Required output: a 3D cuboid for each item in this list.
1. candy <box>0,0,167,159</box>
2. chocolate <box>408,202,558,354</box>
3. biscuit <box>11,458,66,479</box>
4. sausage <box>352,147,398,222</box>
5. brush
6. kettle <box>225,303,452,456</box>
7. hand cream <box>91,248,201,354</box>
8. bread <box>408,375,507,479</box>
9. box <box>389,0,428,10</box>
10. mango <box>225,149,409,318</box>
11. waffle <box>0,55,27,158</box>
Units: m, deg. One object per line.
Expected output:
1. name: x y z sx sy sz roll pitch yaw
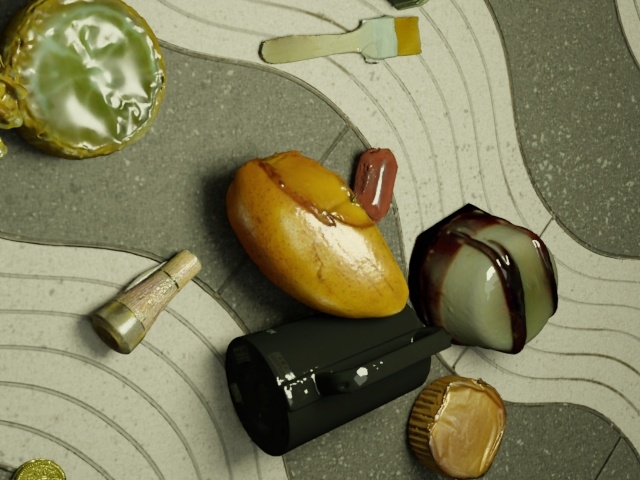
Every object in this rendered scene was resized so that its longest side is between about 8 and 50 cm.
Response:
1. candy: -0.354 -0.246 1.519 0.260 0.118 0.260 -1 91 -36
2. chocolate: 0.331 0.077 1.932 0.283 0.186 0.284 -2 94 -32
3. biscuit: -0.431 0.376 1.567 0.084 0.023 0.084 -3 95 -32
4. sausage: 0.095 -0.099 1.837 0.076 0.076 0.141 10 87 -33
5. brush: 0.039 -0.349 1.812 0.336 0.020 0.085 -12 100 -30
6. kettle: 0.027 0.197 1.707 0.308 0.262 0.203 -18 62 -29
7. hand cream: -0.265 0.087 1.623 0.203 0.084 0.084 -45 115 -27
8. bread: 0.258 0.355 1.959 0.199 0.104 0.199 0 90 -30
9. box: 0.138 -0.564 1.794 0.178 0.138 0.274 20 83 -27
10. mango: 0.000 0.000 1.682 0.350 0.201 0.199 45 109 -3
11. waffle: -0.545 -0.206 1.377 0.280 0.060 0.262 -17 90 -12
